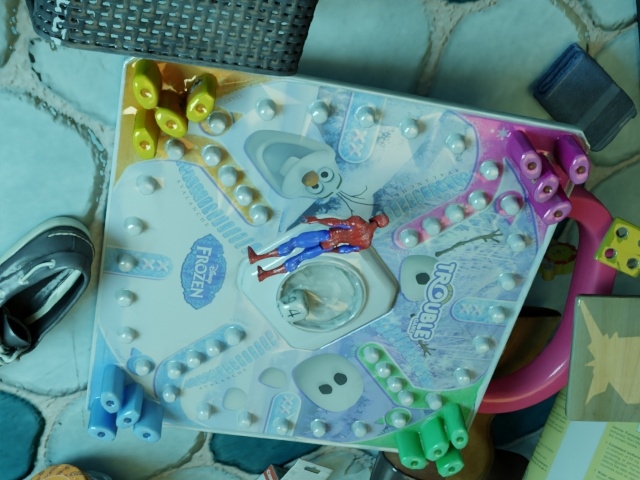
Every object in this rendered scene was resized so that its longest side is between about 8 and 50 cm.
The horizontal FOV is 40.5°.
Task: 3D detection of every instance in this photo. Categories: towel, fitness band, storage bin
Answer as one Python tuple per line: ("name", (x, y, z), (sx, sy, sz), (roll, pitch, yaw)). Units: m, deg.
("towel", (0.261, -0.138, 0.856), (0.119, 0.029, 0.067), (30, 107, -40))
("fitness band", (0.202, 0.068, 0.900), (0.209, 0.054, 0.291), (-11, 127, -17))
("storage bin", (-0.099, -0.181, 0.581), (0.180, 0.122, 0.084), (2, 124, -27))

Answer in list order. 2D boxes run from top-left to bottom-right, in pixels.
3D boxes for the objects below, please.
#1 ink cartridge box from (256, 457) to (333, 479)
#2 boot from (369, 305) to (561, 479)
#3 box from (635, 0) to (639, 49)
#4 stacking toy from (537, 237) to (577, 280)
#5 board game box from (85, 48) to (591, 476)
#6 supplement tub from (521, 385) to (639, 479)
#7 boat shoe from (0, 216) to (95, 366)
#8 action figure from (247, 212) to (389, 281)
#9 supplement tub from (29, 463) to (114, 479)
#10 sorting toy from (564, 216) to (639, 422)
("ink cartridge box", (-0.045, 0.297, 1.035), (0.063, 0.029, 0.115), (30, 106, -39))
("boot", (0.214, 0.198, 1.073), (0.264, 0.096, 0.280), (14, 110, -26))
("box", (0.443, -0.227, 0.830), (0.261, 0.103, 0.184), (-28, 129, -5))
("stacking toy", (0.168, -0.002, 0.898), (0.221, 0.052, 0.167), (-22, 131, -9))
("board game box", (0.000, 0.050, 0.777), (0.390, 0.050, 0.390), (9, 121, -10))
("supplement tub", (0.382, 0.272, 1.036), (0.241, 0.241, 0.331), (24, 89, -37))
("boat shoe", (-0.268, 0.068, 0.725), (0.206, 0.065, 0.075), (-43, 132, 9))
("action figure", (0.000, 0.000, 0.697), (0.115, 0.030, 0.038), (-16, 126, 6))
("supplement tub", (-0.228, 0.316, 0.899), (0.117, 0.117, 0.190), (-32, 132, -1))
("sorting toy", (0.318, 0.107, 0.886), (0.132, 0.046, 0.274), (1, 104, 0))
